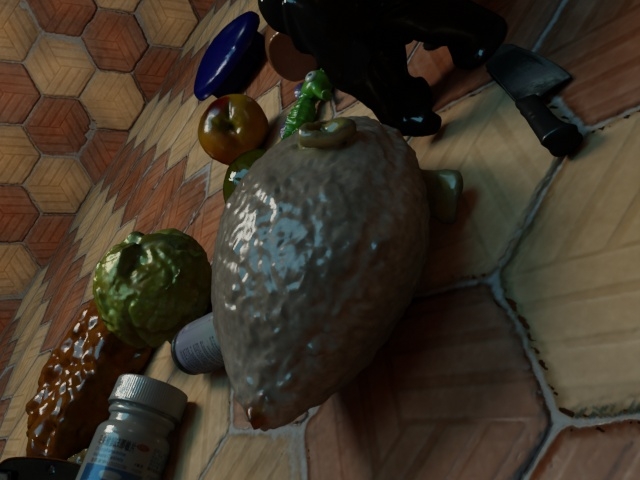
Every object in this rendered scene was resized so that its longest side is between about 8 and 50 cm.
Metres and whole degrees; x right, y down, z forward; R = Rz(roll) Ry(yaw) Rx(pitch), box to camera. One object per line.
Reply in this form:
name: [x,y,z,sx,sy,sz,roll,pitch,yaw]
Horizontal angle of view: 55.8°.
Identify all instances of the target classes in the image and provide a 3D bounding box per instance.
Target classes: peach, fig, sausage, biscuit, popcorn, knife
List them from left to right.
biscuit: [-0.434,0.237,1.136,0.318,0.110,0.312,-61,26,-8]
popcorn: [-0.255,0.074,0.971,0.198,0.198,0.212,-53,1,7]
peach: [-0.169,-0.214,1.165,0.138,0.138,0.138,-39,32,31]
fig: [-0.063,-0.029,0.813,0.124,0.124,0.236,-45,39,22]
sausage: [-0.038,-0.446,1.200,0.121,0.121,0.304,-34,36,37]
knife: [0.209,-0.154,0.596,0.060,0.028,0.230,-33,31,18]

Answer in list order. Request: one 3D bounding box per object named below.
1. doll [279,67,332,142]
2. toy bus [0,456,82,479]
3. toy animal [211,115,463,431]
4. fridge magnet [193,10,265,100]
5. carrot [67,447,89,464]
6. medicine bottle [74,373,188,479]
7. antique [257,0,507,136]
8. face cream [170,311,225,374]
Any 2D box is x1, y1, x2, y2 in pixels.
doll: [-0.027,-0.216,1.016,0.115,0.050,0.190,-6,57,65]
toy bus: [-0.392,0.455,0.768,0.153,0.143,0.329,-38,42,45]
toy animal: [-0.001,0.005,0.586,0.226,0.188,0.358,-35,34,46]
fridge magnet: [-0.236,-0.469,1.557,0.265,0.112,0.265,-39,32,30]
carrot: [-0.337,0.329,0.953,0.254,0.049,0.049,-37,33,23]
medicine bottle: [-0.251,0.273,0.801,0.105,0.105,0.168,-24,41,47]
antique: [0.081,-0.302,0.711,0.185,0.255,0.322,-7,58,54]
face cream: [-0.125,0.125,0.783,0.229,0.075,0.075,-27,39,43]
